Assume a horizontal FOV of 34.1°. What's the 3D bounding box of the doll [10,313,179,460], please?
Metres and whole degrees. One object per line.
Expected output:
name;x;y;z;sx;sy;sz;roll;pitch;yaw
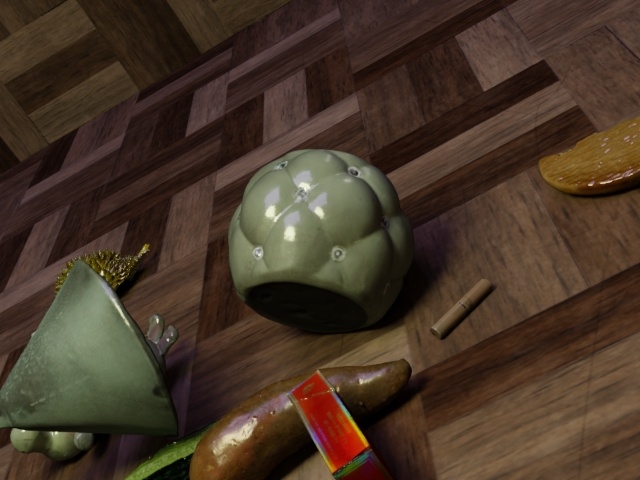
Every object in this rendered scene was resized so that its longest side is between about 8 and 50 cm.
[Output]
doll;-0.318;0.219;1.504;0.275;0.113;0.155;-34;34;-17

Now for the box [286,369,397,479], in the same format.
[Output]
box;0.033;0.218;1.063;0.048;0.112;0.175;-35;26;-3

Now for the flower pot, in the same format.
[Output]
flower pot;0.000;0.000;1.353;0.246;0.246;0.195;-11;58;40

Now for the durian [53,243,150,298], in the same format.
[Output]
durian;-0.402;0.061;1.902;0.208;0.102;0.146;-32;18;-6

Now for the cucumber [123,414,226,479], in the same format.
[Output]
cucumber;-0.174;0.275;1.292;0.220;0.046;0.070;-28;23;8

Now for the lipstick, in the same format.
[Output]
lipstick;0.170;0.082;1.256;0.094;0.019;0.019;-42;26;-18

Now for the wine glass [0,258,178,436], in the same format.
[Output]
wine glass;-0.406;0.220;1.259;0.406;0.267;0.267;-27;21;-21

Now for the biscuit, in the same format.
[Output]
biscuit;0.391;-0.111;1.323;0.224;0.033;0.144;-26;28;17

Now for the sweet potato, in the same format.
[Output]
sweet potato;-0.032;0.202;1.193;0.291;0.097;0.097;-33;24;2
